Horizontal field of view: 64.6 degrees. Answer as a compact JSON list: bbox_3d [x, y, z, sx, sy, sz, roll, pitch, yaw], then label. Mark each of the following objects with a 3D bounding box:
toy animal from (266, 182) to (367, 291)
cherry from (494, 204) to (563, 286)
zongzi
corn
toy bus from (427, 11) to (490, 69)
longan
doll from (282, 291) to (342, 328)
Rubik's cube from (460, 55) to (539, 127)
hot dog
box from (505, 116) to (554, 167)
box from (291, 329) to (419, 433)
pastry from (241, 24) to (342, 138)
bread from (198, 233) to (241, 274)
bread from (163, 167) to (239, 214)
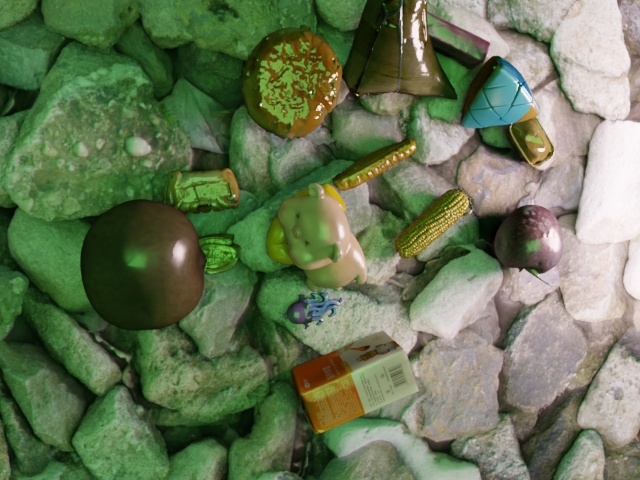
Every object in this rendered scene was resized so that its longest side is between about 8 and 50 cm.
[{"bbox_3d":[-0.019,0.011,1.493,0.278,0.247,0.345,-19,97,-5],"label":"toy animal"},{"bbox_3d":[0.674,0.007,1.636,0.213,0.183,0.266,13,76,-18],"label":"cherry"},{"bbox_3d":[0.290,-0.580,1.474,0.393,0.356,0.174,4,50,-13],"label":"zongzi"},{"bbox_3d":[0.356,-0.050,1.625,0.293,0.106,0.106,-42,99,1],"label":"corn"},{"bbox_3d":[0.388,-0.635,1.582,0.274,0.112,0.090,21,98,-10],"label":"toy bus"},{"bbox_3d":[-0.478,0.067,1.385,0.361,0.361,0.361,-1,94,-9],"label":"longan"},{"bbox_3d":[-0.022,0.218,1.603,0.206,0.067,0.110,-10,82,-19],"label":"doll"},{"bbox_3d":[0.558,-0.423,1.587,0.254,0.254,0.254,-1,94,-9],"label":"Rubik's cube"},{"bbox_3d":[0.172,-0.236,1.594,0.289,0.083,0.068,-28,117,-6],"label":"hot dog"},{"bbox_3d":[0.682,-0.327,1.651,0.111,0.111,0.177,-36,99,-5],"label":"box"},{"bbox_3d":[0.094,0.426,1.552,0.341,0.225,0.143,-20,98,-7],"label":"box"},{"bbox_3d":[-0.088,-0.453,1.480,0.284,0.184,0.315,27,89,-16],"label":"pastry"},{"bbox_3d":[-0.319,0.040,1.541,0.156,0.064,0.117,-6,99,-10],"label":"bread"},{"bbox_3d":[-0.357,-0.145,1.513,0.225,0.081,0.134,-4,90,-7],"label":"bread"}]
